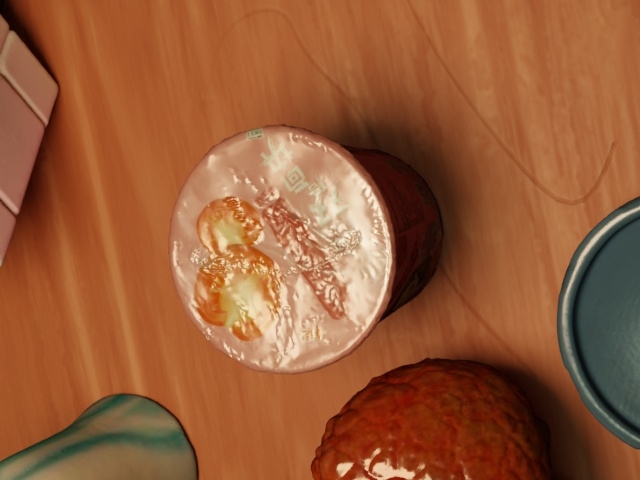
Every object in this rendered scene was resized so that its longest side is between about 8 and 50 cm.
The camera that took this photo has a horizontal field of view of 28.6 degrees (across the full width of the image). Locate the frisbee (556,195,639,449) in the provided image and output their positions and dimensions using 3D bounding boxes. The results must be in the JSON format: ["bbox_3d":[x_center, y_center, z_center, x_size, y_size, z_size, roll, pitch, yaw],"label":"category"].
[{"bbox_3d":[0.381,0.085,1.248,0.290,0.049,0.289,4,101,22],"label":"frisbee"}]

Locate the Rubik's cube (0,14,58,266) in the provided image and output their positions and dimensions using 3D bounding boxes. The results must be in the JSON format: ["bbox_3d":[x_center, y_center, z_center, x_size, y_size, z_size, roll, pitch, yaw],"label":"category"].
[{"bbox_3d":[-0.532,-0.135,1.399,0.322,0.318,0.316,-15,134,21],"label":"Rubik's cube"}]

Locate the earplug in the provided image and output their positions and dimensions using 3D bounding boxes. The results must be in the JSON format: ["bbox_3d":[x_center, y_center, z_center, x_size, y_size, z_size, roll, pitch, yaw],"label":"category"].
[{"bbox_3d":[-0.296,0.293,1.407,0.185,0.324,0.185,2,96,23],"label":"earplug"}]

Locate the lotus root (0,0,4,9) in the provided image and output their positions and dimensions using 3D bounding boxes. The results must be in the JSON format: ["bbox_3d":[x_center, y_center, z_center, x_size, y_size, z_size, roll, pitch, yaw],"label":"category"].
[{"bbox_3d":[-0.489,-0.439,1.510,0.267,0.149,0.260,25,105,16],"label":"lotus root"}]

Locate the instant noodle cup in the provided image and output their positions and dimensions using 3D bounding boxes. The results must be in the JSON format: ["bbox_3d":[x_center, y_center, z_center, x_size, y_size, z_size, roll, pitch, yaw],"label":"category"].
[{"bbox_3d":[0.000,0.000,1.301,0.243,0.231,0.243,2,96,22],"label":"instant noodle cup"}]

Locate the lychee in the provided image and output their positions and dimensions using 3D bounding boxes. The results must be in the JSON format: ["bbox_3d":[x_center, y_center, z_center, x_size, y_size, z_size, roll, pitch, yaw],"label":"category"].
[{"bbox_3d":[0.138,0.247,1.276,0.300,0.255,0.255,-6,94,-10],"label":"lychee"}]
